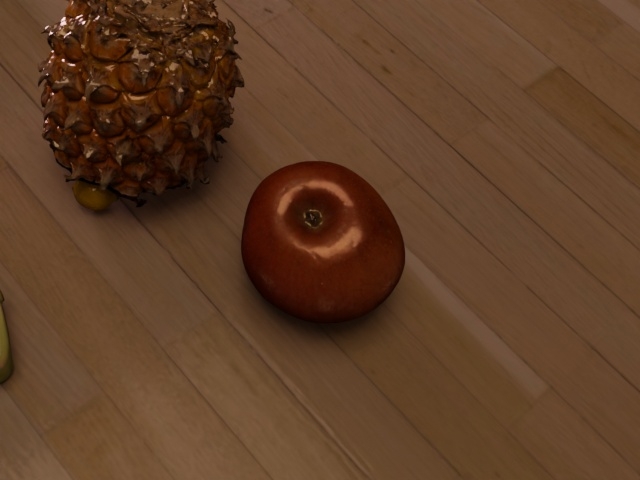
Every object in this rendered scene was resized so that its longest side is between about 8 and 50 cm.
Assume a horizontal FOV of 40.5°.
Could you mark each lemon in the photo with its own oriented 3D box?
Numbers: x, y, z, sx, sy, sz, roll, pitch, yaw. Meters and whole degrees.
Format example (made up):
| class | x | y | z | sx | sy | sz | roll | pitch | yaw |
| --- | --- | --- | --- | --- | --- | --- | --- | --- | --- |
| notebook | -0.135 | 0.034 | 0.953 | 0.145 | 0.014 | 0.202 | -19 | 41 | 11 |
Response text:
| class | x | y | z | sx | sy | sz | roll | pitch | yaw |
| --- | --- | --- | --- | --- | --- | --- | --- | --- | --- |
| lemon | -0.378 | -0.082 | 1.458 | 0.083 | 0.062 | 0.062 | 12 | 59 | 0 |

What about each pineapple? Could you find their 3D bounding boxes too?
| class | x | y | z | sx | sy | sz | roll | pitch | yaw |
| --- | --- | --- | --- | --- | --- | --- | --- | --- | --- |
| pineapple | -0.294 | -0.265 | 1.417 | 0.352 | 0.300 | 0.352 | 13 | 40 | -11 |

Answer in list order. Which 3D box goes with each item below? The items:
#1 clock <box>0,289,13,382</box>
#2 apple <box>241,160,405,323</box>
| class | x | y | z | sx | sy | sz | roll | pitch | yaw |
| --- | --- | --- | --- | --- | --- | --- | --- | --- | --- |
| clock | -0.561 | 0.116 | 1.314 | 0.170 | 0.069 | 0.232 | -9 | 60 | -12 |
| apple | 0.000 | 0.000 | 1.377 | 0.251 | 0.206 | 0.272 | -17 | 64 | -13 |
